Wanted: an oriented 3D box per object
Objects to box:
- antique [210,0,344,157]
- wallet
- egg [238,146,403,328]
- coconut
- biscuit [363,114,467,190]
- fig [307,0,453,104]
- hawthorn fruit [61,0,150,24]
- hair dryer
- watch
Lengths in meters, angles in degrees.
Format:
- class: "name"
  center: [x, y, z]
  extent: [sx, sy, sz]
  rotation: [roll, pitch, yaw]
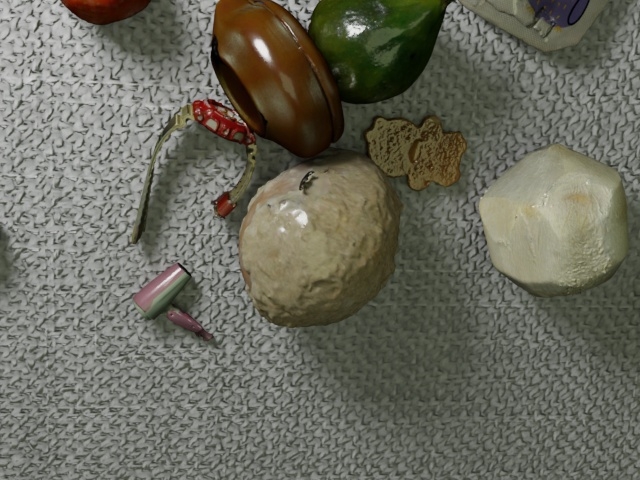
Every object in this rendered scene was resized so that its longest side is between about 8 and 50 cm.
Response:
- class: "antique"
  center: [-0.075, -0.254, 1.360]
  extent: [0.129, 0.223, 0.278]
  rotation: [-32, 81, -13]
- class: "wallet"
  center: [0.358, -0.475, 1.458]
  extent: [0.335, 0.068, 0.275]
  rotation: [24, 99, -17]
- class: "egg"
  center: [0.000, 0.000, 1.439]
  extent: [0.310, 0.279, 0.279]
  rotation: [-46, 108, -8]
- class: "coconut"
  center: [0.397, -0.042, 1.506]
  extent: [0.245, 0.245, 0.247]
  rotation: [-18, 107, -4]
- class: "biscuit"
  center: [0.164, -0.152, 1.540]
  extent: [0.184, 0.027, 0.133]
  rotation: [-2, 107, -7]
- class: "fig"
  center: [0.096, -0.324, 1.376]
  extent: [0.245, 0.195, 0.195]
  rotation: [-25, 115, 44]
- class: "hawthorn fruit"
  center: [-0.325, -0.391, 1.295]
  extent: [0.163, 0.203, 0.162]
  rotation: [-2, 110, -7]
- class: "hair dryer"
  center: [-0.242, 0.122, 1.547]
  extent: [0.106, 0.054, 0.154]
  rotation: [-39, 118, -2]
- class: "watch"
  center: [-0.205, -0.101, 1.467]
  extent: [0.165, 0.102, 0.268]
  rotation: [15, 111, -15]
